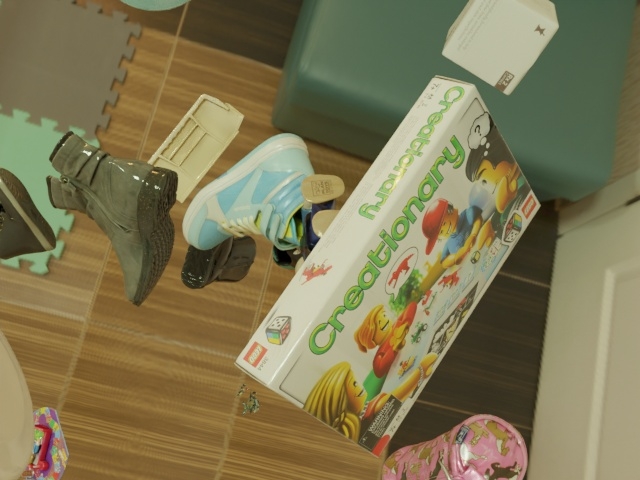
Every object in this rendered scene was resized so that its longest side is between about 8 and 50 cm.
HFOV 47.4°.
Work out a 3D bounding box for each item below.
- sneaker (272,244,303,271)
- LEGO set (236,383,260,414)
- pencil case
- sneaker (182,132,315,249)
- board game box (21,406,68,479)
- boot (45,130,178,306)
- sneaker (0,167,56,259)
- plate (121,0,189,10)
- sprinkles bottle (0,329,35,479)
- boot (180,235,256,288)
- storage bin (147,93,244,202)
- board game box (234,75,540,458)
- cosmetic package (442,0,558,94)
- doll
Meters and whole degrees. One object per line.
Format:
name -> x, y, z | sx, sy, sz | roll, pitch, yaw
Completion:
sneaker -> -0.046, 0.017, 1.541 | 0.121, 0.302, 0.108 | 21, 83, -14
LEGO set -> -0.140, 0.322, 1.468 | 0.023, 0.054, 0.083 | 23, 28, -34
pencil case -> 0.268, 0.480, 1.531 | 0.167, 0.386, 0.160 | 13, 62, -13
sneaker -> -0.125, -0.035, 1.391 | 0.127, 0.319, 0.208 | 15, 41, -53
board game box -> -0.570, 0.419, 1.461 | 0.133, 0.033, 0.168 | -41, 58, 18
boot -> -0.283, -0.029, 0.981 | 0.161, 0.246, 0.083 | 21, 41, 4
sneaker -> -0.641, -0.042, 1.482 | 0.118, 0.222, 0.083 | -19, 43, -2
plate -> -0.228, -0.411, 0.993 | 0.188, 0.024, 0.188 | 0, 95, 3
sprinkles bottle -> -0.341, 0.144, 0.381 | 0.355, 0.121, 0.121 | -24, 82, -3
boot -> -0.223, -0.002, 1.748 | 0.094, 0.207, 0.246 | 27, 105, 20
storage bin -> -0.314, -0.242, 1.813 | 0.123, 0.262, 0.260 | 38, 93, -14
board game box -> 0.077, 0.031, 0.667 | 0.305, 0.053, 0.193 | -56, 135, -9
cosmetic package -> 0.336, -0.396, 1.367 | 0.151, 0.151, 0.183 | 30, 32, -3
doll -> 0.000, 0.000, 0.745 | 0.046, 0.189, 0.129 | -13, 68, -10
